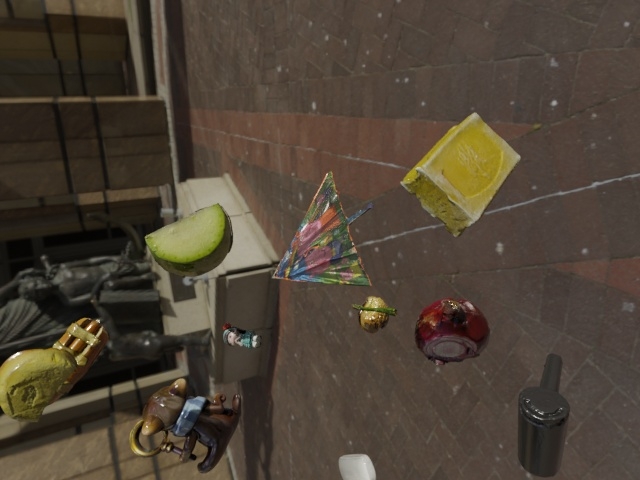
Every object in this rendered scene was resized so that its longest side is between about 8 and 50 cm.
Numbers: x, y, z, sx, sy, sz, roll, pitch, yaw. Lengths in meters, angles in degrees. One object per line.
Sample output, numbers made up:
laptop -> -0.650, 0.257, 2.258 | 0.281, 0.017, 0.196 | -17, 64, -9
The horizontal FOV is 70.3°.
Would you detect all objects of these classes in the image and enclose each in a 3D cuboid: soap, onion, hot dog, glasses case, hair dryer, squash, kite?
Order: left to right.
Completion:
hot dog -> -0.669, 0.323, 1.198 | 0.109, 0.269, 0.072 | 31, 160, 5
squash -> -0.270, 0.033, 1.033 | 0.085, 0.192, 0.184 | 50, 161, 41
kite -> 0.000, 0.000, 0.804 | 0.234, 0.016, 0.321 | -39, 36, 20
glasses case -> 0.097, 0.619, 1.226 | 0.193, 0.049, 0.074 | 125, 131, -59
onion -> 0.307, 0.186, 1.073 | 0.135, 0.173, 0.198 | -88, -10, -52
soap -> 0.359, -0.173, 1.133 | 0.199, 0.315, 0.091 | 46, 146, 0
hair dryer -> 0.483, 0.342, 0.963 | 0.089, 0.251, 0.197 | 8, 126, 33

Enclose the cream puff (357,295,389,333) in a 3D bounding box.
cream puff -> 0.196, 0.271, 1.644 | 0.104, 0.119, 0.133 | 20, 87, 48

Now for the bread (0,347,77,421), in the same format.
bread -> -0.607, 0.295, 0.959 | 0.086, 0.156, 0.125 | 14, 154, 52

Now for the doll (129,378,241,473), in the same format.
doll -> -0.465, 0.644, 1.606 | 0.209, 0.340, 0.317 | -17, 43, 58

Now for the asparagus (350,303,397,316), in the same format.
asparagus -> 0.166, 0.219, 1.443 | 0.023, 0.022, 0.233 | 55, 153, -16

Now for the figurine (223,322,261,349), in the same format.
figurine -> -0.200, 0.244, 1.156 | 0.106, 0.047, 0.059 | 5, 112, 24
